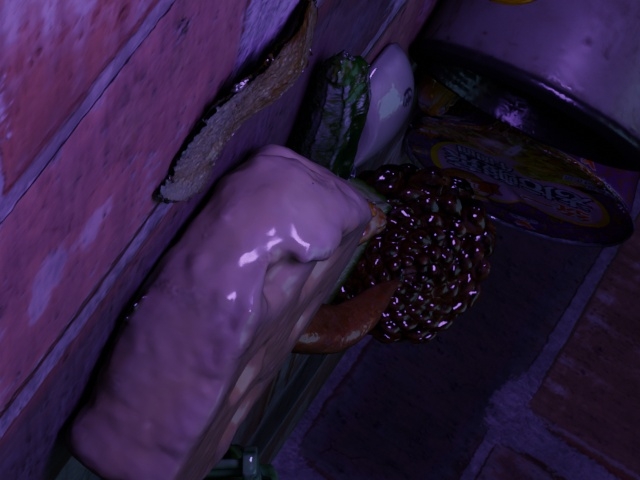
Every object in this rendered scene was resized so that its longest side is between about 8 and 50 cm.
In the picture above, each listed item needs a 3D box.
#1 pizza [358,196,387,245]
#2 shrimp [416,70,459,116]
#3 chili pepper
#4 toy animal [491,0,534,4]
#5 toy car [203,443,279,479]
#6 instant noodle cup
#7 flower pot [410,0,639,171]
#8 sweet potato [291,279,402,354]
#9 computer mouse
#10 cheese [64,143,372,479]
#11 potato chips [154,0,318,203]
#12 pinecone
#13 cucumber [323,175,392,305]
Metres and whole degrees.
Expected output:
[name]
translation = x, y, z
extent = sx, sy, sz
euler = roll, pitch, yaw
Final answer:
[pizza]
translation = 0.000, 0.000, 1.938
extent = 0.176, 0.036, 0.184
euler = 3, 132, -47
[shrimp]
translation = 0.209, -0.283, 2.382
extent = 0.317, 0.062, 0.164
euler = -52, 169, -22
[chili pepper]
translation = 0.006, -0.105, 1.712
extent = 0.088, 0.059, 0.227
euler = -50, 169, -23
[toy animal]
translation = 0.063, -0.243, 1.356
extent = 0.155, 0.219, 0.095
euler = -18, -141, 34
[toy car]
translation = -0.123, 0.291, 2.036
extent = 0.359, 0.213, 0.176
euler = 14, 74, -87
[instant noodle cup]
translation = 0.314, -0.183, 2.624
extent = 0.340, 0.340, 0.266
euler = 99, 15, -74
[flower pot]
translation = 0.296, -0.283, 2.146
extent = 0.293, 0.294, 0.330
euler = 65, 51, -83
[sweet potato]
translation = -0.019, 0.090, 2.019
extent = 0.059, 0.067, 0.281
euler = -10, 179, 43
[computer mouse]
translation = 0.058, -0.126, 2.011
extent = 0.089, 0.056, 0.181
euler = -47, 169, -37
[cheese]
translation = -0.083, 0.073, 1.615
extent = 0.326, 0.115, 0.318
euler = -55, 173, -29
[potato chips]
translation = -0.055, -0.102, 1.409
extent = 0.209, 0.026, 0.142
euler = -54, 176, -16
[pinecone]
translation = 0.091, 0.009, 2.288
extent = 0.221, 0.221, 0.221
euler = -57, 174, -10
[cucumber]
translation = -0.024, 0.024, 2.039
extent = 0.115, 0.063, 0.244
euler = -2, 134, -42
